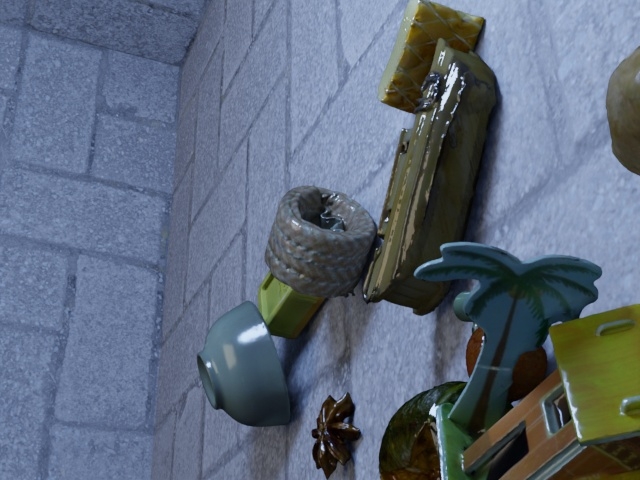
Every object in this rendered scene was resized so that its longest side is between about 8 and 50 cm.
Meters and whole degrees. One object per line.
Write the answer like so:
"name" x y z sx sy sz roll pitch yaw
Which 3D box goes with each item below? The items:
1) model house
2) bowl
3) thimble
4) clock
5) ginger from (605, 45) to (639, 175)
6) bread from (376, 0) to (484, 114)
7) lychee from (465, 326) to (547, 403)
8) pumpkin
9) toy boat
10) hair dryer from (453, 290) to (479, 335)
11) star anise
"model house" 0.232 0.172 0.790 0.324 0.340 0.300 -49 19 28
"bowl" -0.184 0.287 1.988 0.289 0.146 0.289 164 90 -73
"thimble" -0.004 0.001 1.745 0.229 0.195 0.148 -117 41 -57
"clock" -0.060 0.110 1.982 0.202 0.096 0.143 123 153 -43
"ginger" 0.383 -0.146 0.898 0.138 0.152 0.267 -54 8 -19
"bread" 0.180 -0.303 1.517 0.068 0.125 0.188 -116 42 -60
"lychee" 0.237 0.142 1.169 0.114 0.101 0.140 173 101 -79
"pumpkin" 0.181 0.288 1.124 0.238 0.159 0.238 18 115 44
"toy boat" 0.178 -0.102 1.438 0.162 0.135 0.446 7 81 65
"hair dryer" 0.225 0.146 1.294 0.071 0.047 0.150 169 105 -67
"star anise" 0.023 0.359 1.687 0.168 0.057 0.168 -170 90 -70
